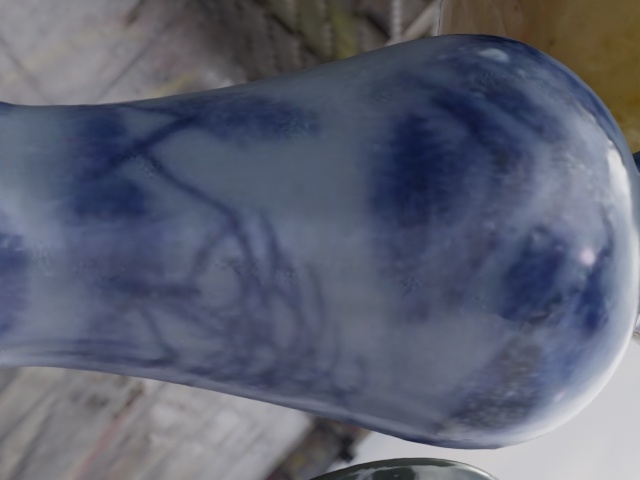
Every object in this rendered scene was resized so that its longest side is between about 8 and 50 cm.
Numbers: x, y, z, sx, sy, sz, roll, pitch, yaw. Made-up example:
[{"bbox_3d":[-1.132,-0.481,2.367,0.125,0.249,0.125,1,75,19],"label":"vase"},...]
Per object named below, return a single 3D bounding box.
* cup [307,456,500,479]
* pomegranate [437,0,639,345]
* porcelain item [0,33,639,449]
[{"bbox_3d":[0.035,0.226,0.927,0.199,0.150,0.199,-13,137,-12],"label":"cup"},{"bbox_3d":[0.219,-0.082,0.816,0.342,0.342,0.342,-46,174,-6],"label":"pomegranate"},{"bbox_3d":[0.000,0.000,0.614,0.259,0.141,0.141,0,159,-13],"label":"porcelain item"}]
